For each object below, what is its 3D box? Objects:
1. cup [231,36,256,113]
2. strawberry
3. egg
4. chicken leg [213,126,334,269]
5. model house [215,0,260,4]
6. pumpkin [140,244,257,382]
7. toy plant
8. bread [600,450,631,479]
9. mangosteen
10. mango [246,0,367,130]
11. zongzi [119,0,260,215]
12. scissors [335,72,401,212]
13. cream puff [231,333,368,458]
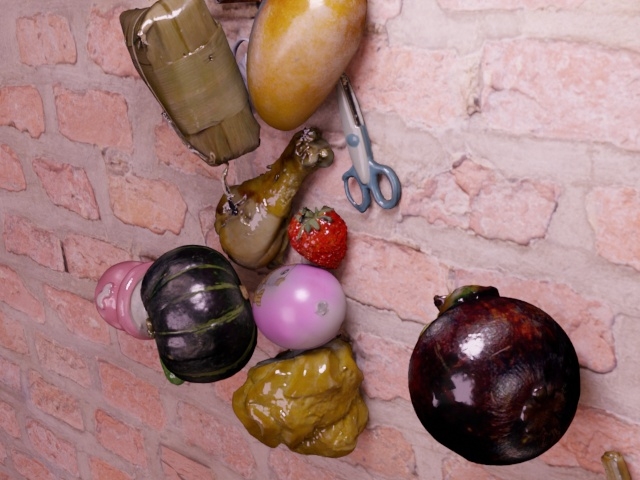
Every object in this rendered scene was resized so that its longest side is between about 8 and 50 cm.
[{"bbox_3d":[-0.150,-0.355,1.847,0.136,0.099,0.133,43,138,-6],"label":"cup"},{"bbox_3d":[-0.006,0.001,1.862,0.131,0.131,0.148,23,125,36],"label":"strawberry"},{"bbox_3d":[-0.054,0.149,1.924,0.196,0.196,0.271,62,148,3],"label":"egg"},{"bbox_3d":[-0.098,-0.093,1.914,0.201,0.152,0.429,43,127,5],"label":"chicken leg"},{"bbox_3d":[-0.191,-0.524,1.762,0.207,0.219,0.136,-41,86,7],"label":"model house"},{"bbox_3d":[-0.277,0.167,2.002,0.323,0.241,0.323,163,90,-86],"label":"pumpkin"},{"bbox_3d":[-0.433,0.188,2.294,0.356,0.210,0.317,10,89,37],"label":"toy plant"},{"bbox_3d":[0.540,0.421,1.583,0.049,0.033,0.088,-26,85,62],"label":"bread"},{"bbox_3d":[0.299,0.241,1.549,0.330,0.330,0.330,21,122,37],"label":"mangosteen"},{"bbox_3d":[-0.038,-0.365,1.657,0.384,0.198,0.222,116,161,-45],"label":"mango"},{"bbox_3d":[-0.270,-0.297,1.841,0.418,0.181,0.447,25,142,60],"label":"zongzi"},{"bbox_3d":[0.076,-0.196,1.748,0.138,0.041,0.289,-5,107,42],"label":"scissors"},{"bbox_3d":[-0.043,0.378,1.972,0.323,0.274,0.270,-25,84,48],"label":"cream puff"}]
